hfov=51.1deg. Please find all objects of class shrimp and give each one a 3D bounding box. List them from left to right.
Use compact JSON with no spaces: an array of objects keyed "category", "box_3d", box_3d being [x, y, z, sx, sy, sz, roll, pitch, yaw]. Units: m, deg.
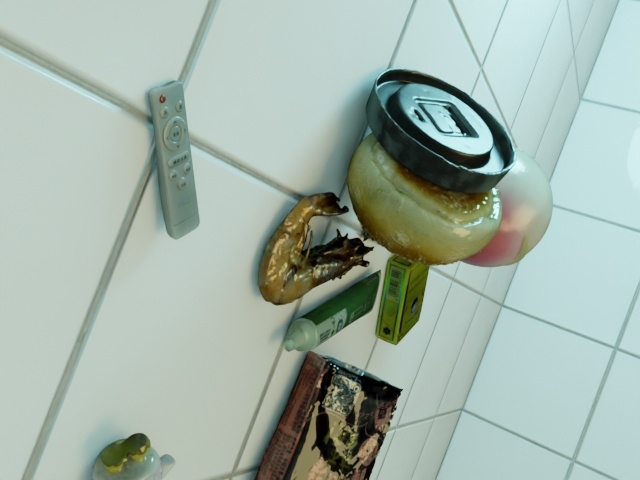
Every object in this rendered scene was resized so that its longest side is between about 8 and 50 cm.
[{"category":"shrimp","box_3d":[-0.007,-0.003,1.124,0.289,0.075,0.178,-20,125,-41]}]

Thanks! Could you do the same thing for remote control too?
[{"category":"remote control","box_3d":[-0.171,-0.091,0.775,0.050,0.027,0.184,-39,137,-49]}]

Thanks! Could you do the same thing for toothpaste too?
[{"category":"toothpaste","box_3d":[0.033,0.142,1.310,0.392,0.061,0.099,-22,127,-61]}]

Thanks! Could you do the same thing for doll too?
[{"category":"doll","box_3d":[-0.247,0.329,0.874,0.129,0.081,0.207,-24,134,-32]}]

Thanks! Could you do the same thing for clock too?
[{"category":"clock","box_3d":[0.206,-0.192,1.157,0.280,0.280,0.055,-36,162,-49]}]

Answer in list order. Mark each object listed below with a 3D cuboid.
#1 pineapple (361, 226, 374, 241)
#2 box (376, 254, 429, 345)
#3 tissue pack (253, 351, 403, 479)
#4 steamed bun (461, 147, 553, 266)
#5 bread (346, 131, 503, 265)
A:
[{"category":"pineapple","box_3d":[0.194,-0.092,1.371,0.278,0.157,0.158,-42,145,-23]},{"category":"box","box_3d":[0.204,0.126,1.625,0.141,0.064,0.220,-34,139,-52]},{"category":"tissue pack","box_3d":[0.006,0.405,1.332,0.245,0.123,0.333,29,80,-37]},{"category":"steamed bun","box_3d":[0.374,-0.066,1.547,0.309,0.309,0.310,-43,144,-43]},{"category":"bread","box_3d":[0.178,-0.075,1.184,0.305,0.305,0.159,-35,158,-50]}]
